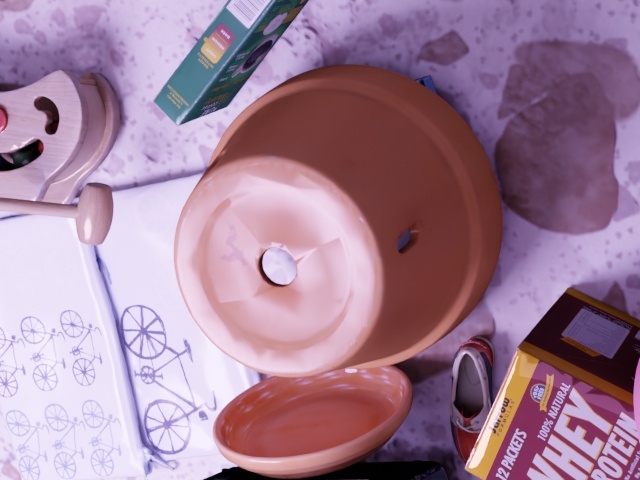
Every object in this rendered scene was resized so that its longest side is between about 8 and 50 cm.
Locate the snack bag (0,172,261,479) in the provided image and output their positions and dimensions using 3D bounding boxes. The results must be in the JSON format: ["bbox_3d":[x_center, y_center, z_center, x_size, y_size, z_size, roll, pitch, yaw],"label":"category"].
[{"bbox_3d":[-0.223,0.106,1.630,0.343,0.037,0.323,-8,100,24],"label":"snack bag"}]

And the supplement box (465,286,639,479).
[{"bbox_3d":[0.262,0.162,1.352,0.191,0.194,0.129,26,113,15],"label":"supplement box"}]

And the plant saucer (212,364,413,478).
[{"bbox_3d":[-0.005,0.177,1.469,0.200,0.200,0.037,-6,112,24],"label":"plant saucer"}]

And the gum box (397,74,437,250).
[{"bbox_3d":[0.045,-0.059,1.469,0.184,0.041,0.157,-16,98,25],"label":"gum box"}]

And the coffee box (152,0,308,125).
[{"bbox_3d":[-0.077,-0.195,1.444,0.040,0.113,0.184,43,117,6],"label":"coffee box"}]

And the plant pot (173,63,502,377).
[{"bbox_3d":[0.000,0.000,1.368,0.291,0.203,0.290,7,108,21],"label":"plant pot"}]

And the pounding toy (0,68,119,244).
[{"bbox_3d":[-0.313,-0.113,1.534,0.270,0.155,0.154,24,102,19],"label":"pounding toy"}]

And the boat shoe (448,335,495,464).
[{"bbox_3d":[0.149,0.163,1.485,0.049,0.043,0.137,7,108,19],"label":"boat shoe"}]

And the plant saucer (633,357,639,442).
[{"bbox_3d":[0.421,0.147,1.208,0.332,0.332,0.084,33,144,12],"label":"plant saucer"}]

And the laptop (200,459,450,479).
[{"bbox_3d":[0.005,0.288,1.472,0.234,0.264,0.136,-6,91,24],"label":"laptop"}]
